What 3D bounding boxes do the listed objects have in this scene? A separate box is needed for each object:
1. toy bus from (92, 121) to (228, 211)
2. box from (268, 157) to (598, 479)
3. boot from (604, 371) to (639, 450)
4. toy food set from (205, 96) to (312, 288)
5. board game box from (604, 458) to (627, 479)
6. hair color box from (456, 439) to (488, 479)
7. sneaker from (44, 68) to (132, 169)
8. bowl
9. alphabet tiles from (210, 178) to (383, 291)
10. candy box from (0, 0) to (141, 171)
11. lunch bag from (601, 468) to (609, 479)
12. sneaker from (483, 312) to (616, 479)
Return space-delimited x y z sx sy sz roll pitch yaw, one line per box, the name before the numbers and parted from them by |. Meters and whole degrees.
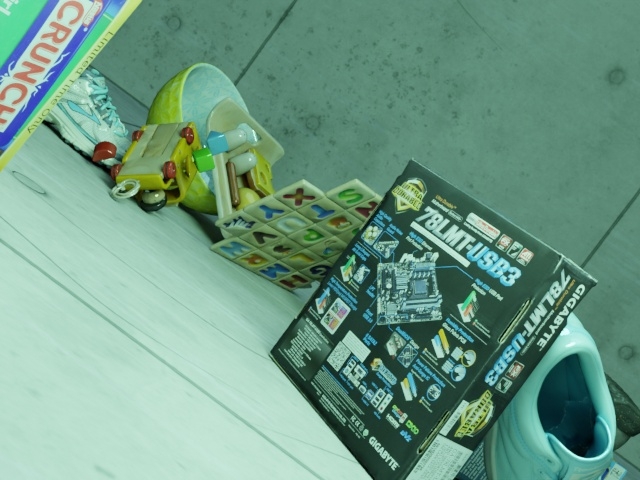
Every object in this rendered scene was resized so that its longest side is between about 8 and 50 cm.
toy bus | -0.251 -0.102 1.614 0.191 0.202 0.104 37 -31 47
box | 0.106 0.088 1.122 0.073 0.293 0.295 34 4 -37
boot | 0.327 0.259 1.540 0.338 0.223 0.118 42 12 -26
toy food set | -0.099 -0.082 1.844 0.220 0.092 0.306 40 33 -55
board game box | 0.422 0.366 2.099 0.302 0.086 0.308 34 4 -27
hair color box | 0.168 0.229 1.362 0.347 0.105 0.174 35 4 -18
sneaker | -0.385 -0.216 1.705 0.283 0.122 0.110 36 4 -3
bowl | -0.244 -0.172 1.916 0.289 0.156 0.289 45 38 -52
alphabet tiles | 0.000 0.000 1.688 0.342 0.285 0.011 31 42 -50
candy box | -0.354 -0.222 0.981 0.122 0.268 0.317 41 5 19
lunch bag | 0.417 0.386 1.840 0.151 0.096 0.129 21 9 -8
sneaker | 0.259 0.234 1.133 0.150 0.135 0.365 -121 -168 -64
